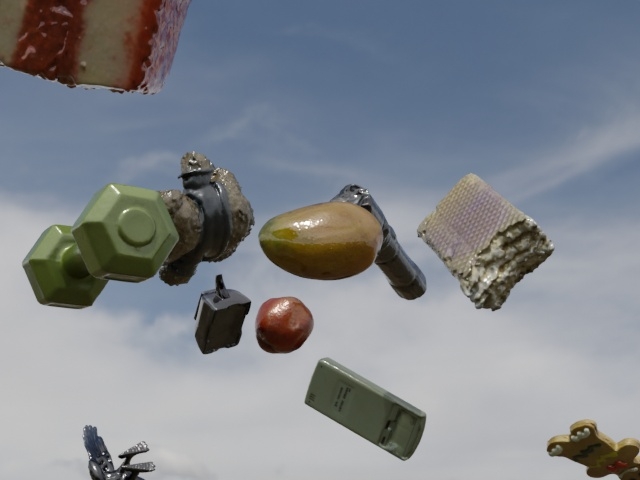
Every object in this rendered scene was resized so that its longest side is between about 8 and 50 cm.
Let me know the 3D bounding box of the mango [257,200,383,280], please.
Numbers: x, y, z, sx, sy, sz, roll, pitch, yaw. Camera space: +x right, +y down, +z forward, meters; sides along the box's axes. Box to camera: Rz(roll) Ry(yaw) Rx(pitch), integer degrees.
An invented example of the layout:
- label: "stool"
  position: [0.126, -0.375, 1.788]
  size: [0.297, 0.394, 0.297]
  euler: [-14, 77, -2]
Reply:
- label: "mango"
  position: [0.004, 0.004, 1.797]
  size: [0.221, 0.151, 0.120]
  euler: [-9, -43, -17]

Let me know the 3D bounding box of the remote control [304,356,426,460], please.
- label: "remote control"
  position: [0.098, 0.369, 2.225]
  size: [0.285, 0.123, 0.038]
  euler: [24, 15, 27]

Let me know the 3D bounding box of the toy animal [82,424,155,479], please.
- label: "toy animal"
  position: [-0.193, 0.248, 1.002]
  size: [0.062, 0.220, 0.108]
  euler: [-19, -42, -23]

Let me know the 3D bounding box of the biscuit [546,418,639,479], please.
- label: "biscuit"
  position: [0.614, 0.467, 2.176]
  size: [0.240, 0.035, 0.158]
  euler: [27, -45, -9]

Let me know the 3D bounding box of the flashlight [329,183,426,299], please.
- label: "flashlight"
  position: [0.135, 0.018, 2.146]
  size: [0.103, 0.103, 0.424]
  euler: [-5, -27, 23]

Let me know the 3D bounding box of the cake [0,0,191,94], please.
- label: "cake"
  position: [-0.367, -0.367, 1.533]
  size: [0.320, 0.269, 0.270]
  euler: [16, 6, 2]

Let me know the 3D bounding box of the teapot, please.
- label: "teapot"
  position: [-0.207, 0.144, 1.990]
  size: [0.087, 0.096, 0.177]
  euler: [-14, -44, -37]

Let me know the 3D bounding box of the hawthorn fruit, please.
- label: "hawthorn fruit"
  position: [-0.078, 0.171, 2.031]
  size: [0.128, 0.128, 0.128]
  euler: [4, -22, 2]

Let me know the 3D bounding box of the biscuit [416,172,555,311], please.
- label: "biscuit"
  position: [0.183, -0.002, 1.166]
  size: [0.062, 0.108, 0.239]
  euler: [42, 7, -17]

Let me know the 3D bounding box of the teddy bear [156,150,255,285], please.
- label: "teddy bear"
  position: [-0.156, -0.031, 1.361]
  size: [0.129, 0.182, 0.251]
  euler: [1, 10, 24]

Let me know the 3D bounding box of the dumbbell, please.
- label: "dumbbell"
  position: [-0.285, 0.014, 1.279]
  size: [0.121, 0.108, 0.302]
  euler: [9, -16, -30]
